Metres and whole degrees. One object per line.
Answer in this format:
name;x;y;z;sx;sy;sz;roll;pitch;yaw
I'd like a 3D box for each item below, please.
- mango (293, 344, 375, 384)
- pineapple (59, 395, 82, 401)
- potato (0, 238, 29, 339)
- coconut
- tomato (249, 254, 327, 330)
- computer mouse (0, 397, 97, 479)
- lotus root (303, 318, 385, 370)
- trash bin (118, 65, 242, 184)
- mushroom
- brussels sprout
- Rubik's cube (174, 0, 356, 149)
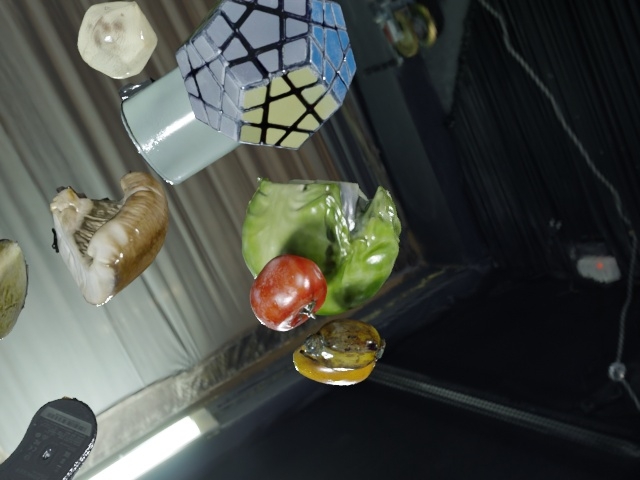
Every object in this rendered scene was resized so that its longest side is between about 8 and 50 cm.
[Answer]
mango;0.040;0.341;2.144;0.236;0.136;0.166;-1;-172;2
pineapple;-0.561;0.394;1.634;0.116;0.069;0.137;-58;-157;-6
potato;-0.818;0.106;1.831;0.299;0.115;0.239;100;7;-66
coconut;-0.574;-0.580;2.132;0.224;0.224;0.224;-24;-167;6
tomato;-0.068;0.110;1.692;0.187;0.151;0.187;-29;151;-18
computer mouse;-0.540;0.440;1.482;0.147;0.088;0.264;21;-137;10
lotus root;0.053;0.240;1.728;0.209;0.120;0.120;6;178;-27
trash bin;-0.266;-0.278;1.640;0.262;0.277;0.217;-31;178;10
mushroom;-0.499;0.005;1.914;0.313;0.224;0.397;-16;-146;-24
brussels sprout;-0.002;0.018;2.026;0.425;0.361;0.342;4;180;-8
Rubik's cube;-0.094;-0.314;1.330;0.264;0.319;0.319;-6;-159;27
